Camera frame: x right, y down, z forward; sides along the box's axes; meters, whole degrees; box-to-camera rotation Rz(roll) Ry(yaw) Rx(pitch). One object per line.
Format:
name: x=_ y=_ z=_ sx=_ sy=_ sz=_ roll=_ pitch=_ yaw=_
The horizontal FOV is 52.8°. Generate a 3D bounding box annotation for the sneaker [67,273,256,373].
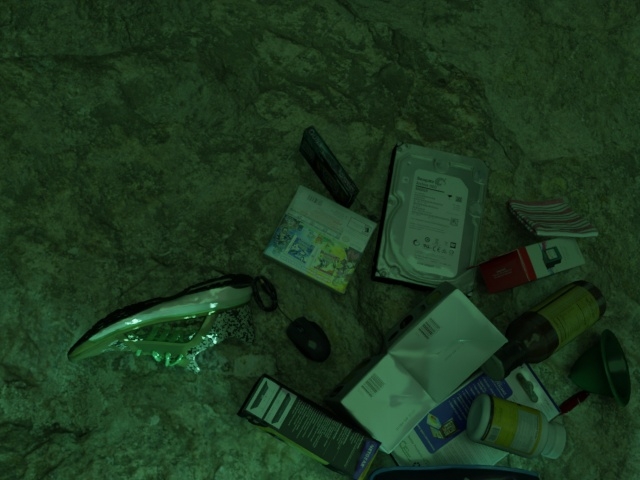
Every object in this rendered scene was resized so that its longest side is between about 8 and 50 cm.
sneaker: x=-0.317 y=0.210 z=1.351 sx=0.410 sy=0.158 sz=0.182 roll=-17 pitch=96 yaw=-6

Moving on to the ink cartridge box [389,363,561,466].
ink cartridge box: x=0.329 y=0.407 z=1.414 sx=0.371 sy=0.069 sz=0.175 roll=-32 pitch=81 yaw=-11

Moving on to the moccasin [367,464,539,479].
moccasin: x=0.267 y=0.516 z=1.291 sx=0.342 sy=0.137 sz=0.116 roll=-4 pitch=63 yaw=5

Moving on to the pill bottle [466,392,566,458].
pill bottle: x=0.408 y=0.392 z=1.344 sx=0.184 sy=0.103 sz=0.103 roll=18 pitch=75 yaw=-3

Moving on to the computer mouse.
computer mouse: x=-0.067 y=0.172 z=1.434 sx=0.071 sy=0.041 sz=0.242 roll=-43 pitch=84 yaw=-14

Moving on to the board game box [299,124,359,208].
board game box: x=0.018 y=-0.164 z=1.483 sx=0.026 sy=0.126 sz=0.186 roll=-33 pitch=83 yaw=-14

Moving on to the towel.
towel: x=0.535 y=-0.055 z=1.502 sx=0.144 sy=0.197 sz=0.029 roll=-1 pitch=114 yaw=-5

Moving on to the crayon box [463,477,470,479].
crayon box: x=0.366 y=0.606 z=1.170 sx=0.323 sy=0.083 sz=0.203 roll=33 pitch=74 yaw=-8

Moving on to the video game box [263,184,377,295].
video game box: x=0.000 y=0.000 z=1.482 sx=0.205 sy=0.048 sz=0.187 roll=27 pitch=73 yaw=0

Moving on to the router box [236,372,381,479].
router box: x=-0.036 y=0.362 z=1.252 sx=0.243 sy=0.309 sz=0.081 roll=30 pitch=72 yaw=1

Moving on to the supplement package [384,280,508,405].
supplement package: x=0.253 y=0.206 z=1.355 sx=0.194 sy=0.203 sz=0.149 roll=-43 pitch=88 yaw=3

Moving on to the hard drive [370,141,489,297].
hard drive: x=0.262 y=-0.049 z=1.520 sx=0.237 sy=0.064 sz=0.339 roll=13 pitch=74 yaw=-4

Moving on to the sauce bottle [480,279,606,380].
sauce bottle: x=0.486 y=0.199 z=1.419 sx=0.344 sy=0.111 sz=0.111 roll=-24 pitch=80 yaw=-28

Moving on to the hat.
hat: x=0.593 y=0.312 z=1.492 sx=0.208 sy=0.184 sz=0.173 roll=-19 pitch=90 yaw=-55

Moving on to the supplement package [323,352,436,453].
supplement package: x=0.111 y=0.328 z=1.312 sx=0.139 sy=0.244 sz=0.134 roll=-42 pitch=86 yaw=-15

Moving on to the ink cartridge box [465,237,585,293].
ink cartridge box: x=0.458 y=0.058 z=1.449 sx=0.231 sy=0.134 sz=0.078 roll=-13 pitch=78 yaw=-28
